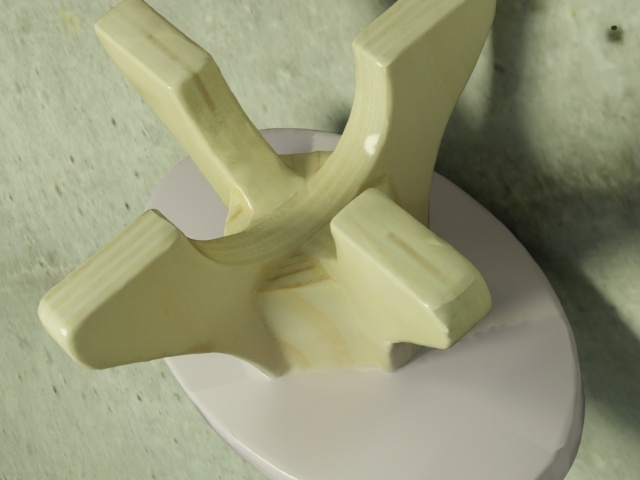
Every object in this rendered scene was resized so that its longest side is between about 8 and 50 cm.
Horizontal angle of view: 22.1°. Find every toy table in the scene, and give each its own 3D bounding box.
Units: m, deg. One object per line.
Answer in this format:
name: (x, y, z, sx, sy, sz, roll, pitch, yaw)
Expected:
toy table: (0.000, 0.000, 0.772, 0.274, 0.252, 0.161, 27, 157, 31)
